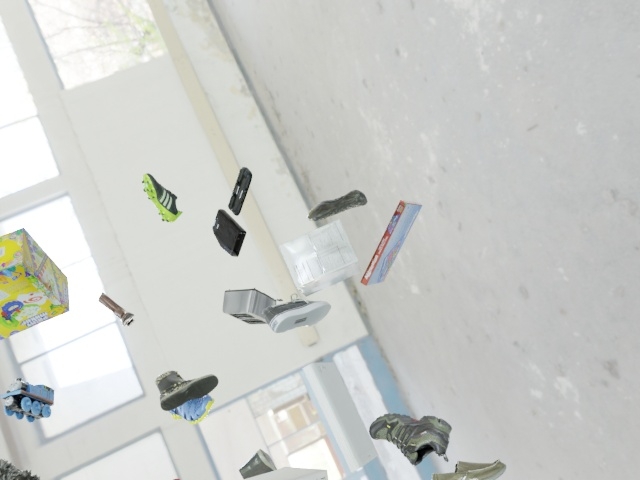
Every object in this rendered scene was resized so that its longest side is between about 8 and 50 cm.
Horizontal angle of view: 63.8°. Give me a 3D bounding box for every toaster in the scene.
[{"bbox_3d":[-0.280,0.267,2.088,0.168,0.185,0.110,39,-128,-51],"label":"toaster"}]

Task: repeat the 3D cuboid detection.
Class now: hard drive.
[{"bbox_3d":[0.062,0.509,1.520,0.307,0.040,0.203,63,-168,21],"label":"hard drive"}]

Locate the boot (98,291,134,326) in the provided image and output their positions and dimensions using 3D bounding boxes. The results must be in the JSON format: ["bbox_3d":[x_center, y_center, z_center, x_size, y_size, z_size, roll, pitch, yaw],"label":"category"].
[{"bbox_3d":[-0.536,0.173,1.333,0.114,0.037,0.106,43,154,2],"label":"boot"}]

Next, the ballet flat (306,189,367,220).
[{"bbox_3d":[0.040,-0.081,1.325,0.049,0.173,0.057,46,-143,-39],"label":"ballet flat"}]

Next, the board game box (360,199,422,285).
[{"bbox_3d":[0.221,0.008,1.595,0.027,0.281,0.145,32,-164,26],"label":"board game box"}]

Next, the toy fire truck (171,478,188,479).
[{"bbox_3d":[-0.526,0.986,2.004,0.192,0.047,0.135,33,112,36],"label":"toy fire truck"}]

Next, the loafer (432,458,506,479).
[{"bbox_3d":[0.468,0.742,1.636,0.094,0.251,0.087,82,170,-62],"label":"loafer"}]

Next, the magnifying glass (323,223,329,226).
[{"bbox_3d":[0.000,0.000,2.015,0.231,0.026,0.092,-33,-61,-58],"label":"magnifying glass"}]

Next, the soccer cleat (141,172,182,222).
[{"bbox_3d":[-0.483,-0.137,1.570,0.060,0.072,0.179,12,136,37],"label":"soccer cleat"}]

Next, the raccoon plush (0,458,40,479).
[{"bbox_3d":[-0.830,0.652,1.296,0.299,0.216,0.446,29,144,19],"label":"raccoon plush"}]

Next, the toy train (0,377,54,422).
[{"bbox_3d":[-0.884,0.483,1.557,0.184,0.080,0.105,72,-179,-59],"label":"toy train"}]

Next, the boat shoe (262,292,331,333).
[{"bbox_3d":[-0.086,0.256,1.866,0.105,0.306,0.113,44,124,28],"label":"boat shoe"}]

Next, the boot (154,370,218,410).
[{"bbox_3d":[-0.546,0.571,2.072,0.178,0.236,0.085,32,140,56],"label":"boot"}]

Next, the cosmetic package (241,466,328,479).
[{"bbox_3d":[-0.151,0.577,0.991,0.155,0.365,0.197,-23,70,44],"label":"cosmetic package"}]

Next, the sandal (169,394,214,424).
[{"bbox_3d":[-0.567,0.679,2.143,0.317,0.126,0.138,-18,121,40],"label":"sandal"}]

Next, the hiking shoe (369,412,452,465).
[{"bbox_3d":[0.222,0.515,1.326,0.086,0.227,0.114,54,-142,-33],"label":"hiking shoe"}]

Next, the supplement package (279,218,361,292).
[{"bbox_3d":[0.005,0.060,1.623,0.194,0.203,0.149,64,-178,-74],"label":"supplement package"}]

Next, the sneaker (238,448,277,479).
[{"bbox_3d":[-0.249,0.918,2.062,0.083,0.118,0.222,46,166,43],"label":"sneaker"}]

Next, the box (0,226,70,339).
[{"bbox_3d":[-1.043,0.156,1.700,0.279,0.290,0.177,76,168,-46],"label":"box"}]

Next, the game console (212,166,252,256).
[{"bbox_3d":[-0.354,-0.127,2.160,0.213,0.044,0.361,41,117,43],"label":"game console"}]
